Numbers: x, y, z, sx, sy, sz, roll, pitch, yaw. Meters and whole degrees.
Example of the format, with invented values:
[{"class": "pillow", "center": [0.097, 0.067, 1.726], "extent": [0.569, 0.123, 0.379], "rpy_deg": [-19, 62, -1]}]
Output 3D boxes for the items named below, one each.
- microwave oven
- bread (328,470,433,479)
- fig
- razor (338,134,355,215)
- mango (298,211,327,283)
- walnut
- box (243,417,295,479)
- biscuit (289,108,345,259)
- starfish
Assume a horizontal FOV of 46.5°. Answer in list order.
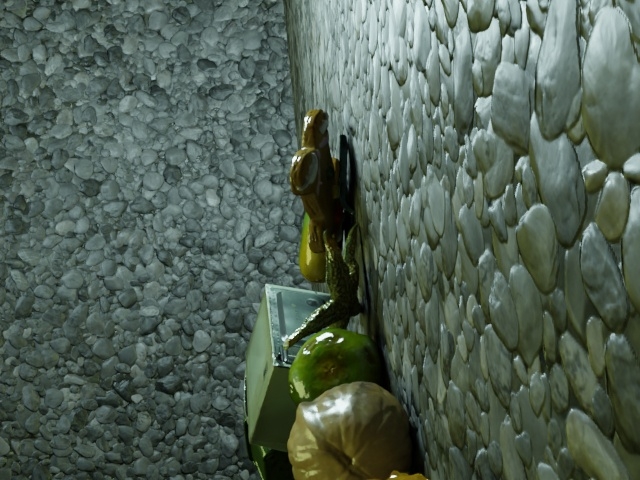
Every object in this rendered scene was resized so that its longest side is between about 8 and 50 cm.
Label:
[{"class": "microwave oven", "center": [-0.066, 0.367, 2.133], "extent": [0.394, 0.247, 0.333], "rpy_deg": [-103, 28, -60]}, {"class": "bread", "center": [0.090, 0.457, 0.800], "extent": [0.361, 0.250, 0.394], "rpy_deg": [-105, 14, -51]}, {"class": "fig", "center": [0.051, 0.304, 1.561], "extent": [0.275, 0.206, 0.206], "rpy_deg": [64, -164, -61]}, {"class": "razor", "center": [0.055, -0.152, 1.737], "extent": [0.066, 0.033, 0.190], "rpy_deg": [-147, 53, -83]}, {"class": "mango", "center": [0.000, 0.000, 2.139], "extent": [0.156, 0.114, 0.251], "rpy_deg": [-75, -6, -75]}, {"class": "walnut", "center": [0.052, 0.349, 1.275], "extent": [0.261, 0.225, 0.225], "rpy_deg": [92, 173, -88]}, {"class": "box", "center": [-0.060, 0.626, 2.299], "extent": [0.178, 0.328, 0.253], "rpy_deg": [-114, 17, -48]}, {"class": "biscuit", "center": [0.020, -0.105, 1.794], "extent": [0.432, 0.064, 0.283], "rpy_deg": [73, -157, -50]}, {"class": "starfish", "center": [0.045, 0.127, 1.654], "extent": [0.358, 0.078, 0.347], "rpy_deg": [15, -91, -66]}]
